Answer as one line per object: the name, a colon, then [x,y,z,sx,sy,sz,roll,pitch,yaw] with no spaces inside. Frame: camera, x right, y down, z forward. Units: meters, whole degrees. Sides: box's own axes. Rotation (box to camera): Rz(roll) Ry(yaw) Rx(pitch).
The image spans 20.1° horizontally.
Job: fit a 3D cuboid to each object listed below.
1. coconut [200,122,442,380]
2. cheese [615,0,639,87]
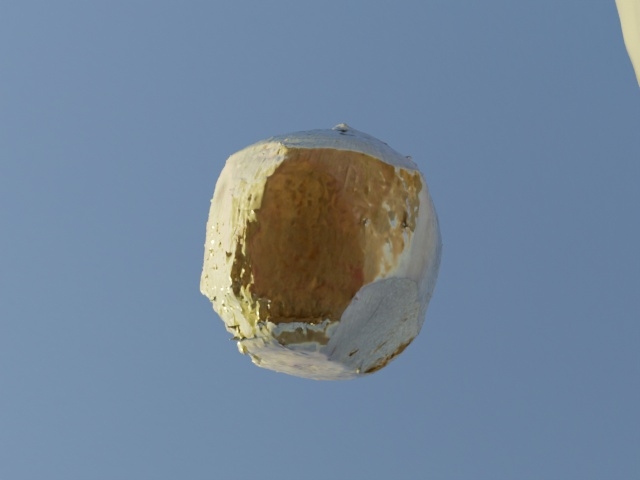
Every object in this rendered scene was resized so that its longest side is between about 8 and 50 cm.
coconut: [0.001,0.001,1.324,0.194,0.194,0.194,-3,-105,12]
cheese: [0.138,-0.102,0.286,0.159,0.263,0.093,-16,-113,-14]
